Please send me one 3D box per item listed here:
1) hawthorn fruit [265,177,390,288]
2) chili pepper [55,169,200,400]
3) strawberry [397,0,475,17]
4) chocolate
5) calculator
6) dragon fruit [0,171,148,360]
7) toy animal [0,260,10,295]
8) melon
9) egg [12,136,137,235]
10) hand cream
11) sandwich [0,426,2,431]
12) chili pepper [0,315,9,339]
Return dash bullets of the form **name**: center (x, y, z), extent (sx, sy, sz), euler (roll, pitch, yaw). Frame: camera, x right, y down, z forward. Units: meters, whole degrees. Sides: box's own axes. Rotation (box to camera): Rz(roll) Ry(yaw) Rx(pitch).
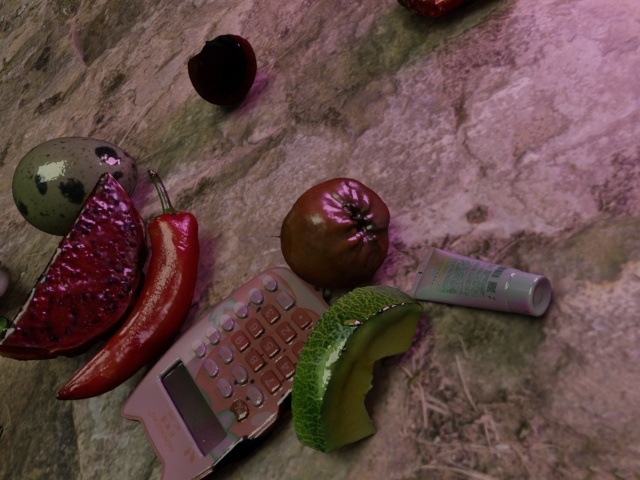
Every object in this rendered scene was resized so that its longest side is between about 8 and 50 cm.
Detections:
- **hawthorn fruit**: center (0.017, -0.005, 0.905), extent (0.149, 0.149, 0.189), euler (-58, 7, -12)
- **chili pepper**: center (-0.254, 0.076, 1.010), extent (0.091, 0.137, 0.369), euler (-21, 47, 50)
- **strawberry**: center (0.214, -0.443, 1.074), extent (0.285, 0.106, 0.188), euler (-11, 77, 11)
- **chocolate**: center (-0.177, -0.309, 1.229), extent (0.124, 0.133, 0.127), euler (24, 98, -2)
- **calculator**: center (-0.111, 0.176, 0.913), extent (0.329, 0.048, 0.220), euler (-44, 46, -2)
- **dragon fruit**: center (-0.376, 0.074, 1.100), extent (0.205, 0.152, 0.317), euler (-23, 40, 59)
- **toy animal**: center (-0.751, 0.136, 1.219), extent (0.368, 0.241, 0.196), euler (-61, 30, -3)
- **melon**: center (0.039, 0.146, 0.793), extent (0.064, 0.118, 0.210), euler (11, 80, 53)
- **egg**: center (-0.436, -0.101, 1.220), extent (0.228, 0.177, 0.177), euler (-14, 53, 10)
- **hand cream**: center (0.184, 0.050, 0.807), extent (0.174, 0.047, 0.076), euler (9, 67, 46)
- **sandwich**: center (-0.587, 0.340, 1.141), extent (0.116, 0.074, 0.074), euler (-32, 39, 57)
- **chili pepper**: center (-0.596, 0.156, 1.253), extent (0.091, 0.030, 0.034), euler (18, 97, 42)
